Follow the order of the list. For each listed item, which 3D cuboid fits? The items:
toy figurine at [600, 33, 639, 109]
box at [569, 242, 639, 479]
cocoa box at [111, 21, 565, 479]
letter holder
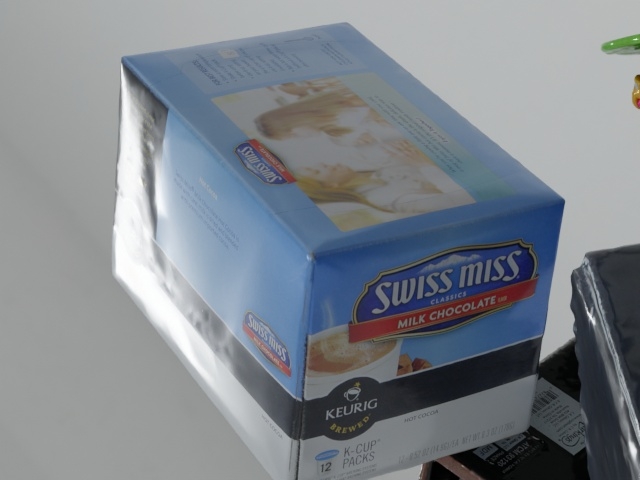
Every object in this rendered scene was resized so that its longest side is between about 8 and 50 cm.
[{"bbox_3d":[0.260,-0.067,1.222,0.130,0.173,0.159,-11,-87,-13],"label":"toy figurine"},{"bbox_3d":[0.412,0.214,0.909,0.480,0.297,0.472,-9,-140,2],"label":"box"},{"bbox_3d":[0.000,0.000,1.461,0.231,0.228,0.347,-12,-145,-27],"label":"cocoa box"},{"bbox_3d":[0.222,0.227,1.575,0.152,0.214,0.302,34,-139,27],"label":"letter holder"}]
